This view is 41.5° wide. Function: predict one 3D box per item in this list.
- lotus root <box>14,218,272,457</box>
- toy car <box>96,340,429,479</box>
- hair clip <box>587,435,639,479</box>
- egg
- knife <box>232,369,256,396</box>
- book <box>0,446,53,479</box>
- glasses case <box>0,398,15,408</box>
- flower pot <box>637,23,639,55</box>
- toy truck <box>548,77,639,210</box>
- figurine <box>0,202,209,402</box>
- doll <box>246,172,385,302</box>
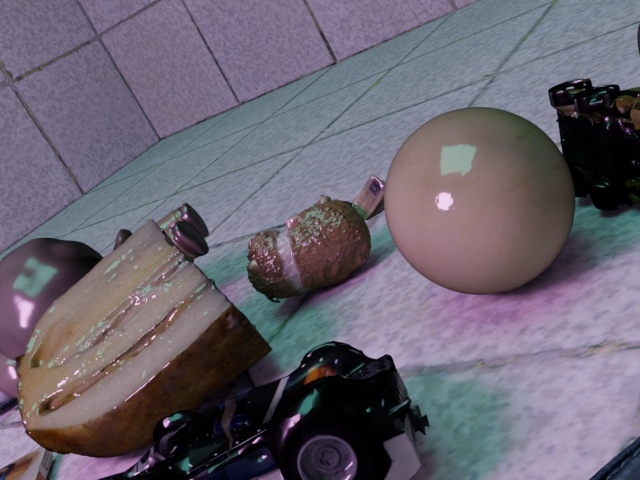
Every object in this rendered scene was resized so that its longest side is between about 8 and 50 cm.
[{"bbox_3d":[-0.211,0.146,0.983,0.260,0.149,0.267,-44,36,-7],"label":"lotus root"},{"bbox_3d":[-0.060,0.184,0.675,0.301,0.118,0.193,-28,8,5],"label":"toy car"},{"bbox_3d":[0.193,0.145,0.501,0.275,0.048,0.083,-36,14,-24],"label":"hair clip"},{"bbox_3d":[0.157,-0.042,0.854,0.186,0.186,0.242,-26,12,10],"label":"egg"},{"bbox_3d":[-0.093,0.156,0.980,0.028,0.015,0.210,-37,17,-3],"label":"knife"},{"bbox_3d":[-0.403,0.341,0.925,0.202,0.027,0.264,-28,17,0],"label":"book"},{"bbox_3d":[-0.472,0.193,1.397,0.109,0.067,0.282,-6,27,47],"label":"glasses case"},{"bbox_3d":[0.466,-0.226,0.895,0.243,0.157,0.189,-15,-6,32],"label":"flower pot"},{"bbox_3d":[0.337,-0.098,0.848,0.127,0.127,0.257,-15,17,-5],"label":"toy truck"},{"bbox_3d":[-0.344,0.074,1.273,0.380,0.203,0.248,-29,49,2],"label":"figurine"},{"bbox_3d":[0.005,0.003,1.105,0.221,0.105,0.115,-30,54,-5],"label":"doll"}]
